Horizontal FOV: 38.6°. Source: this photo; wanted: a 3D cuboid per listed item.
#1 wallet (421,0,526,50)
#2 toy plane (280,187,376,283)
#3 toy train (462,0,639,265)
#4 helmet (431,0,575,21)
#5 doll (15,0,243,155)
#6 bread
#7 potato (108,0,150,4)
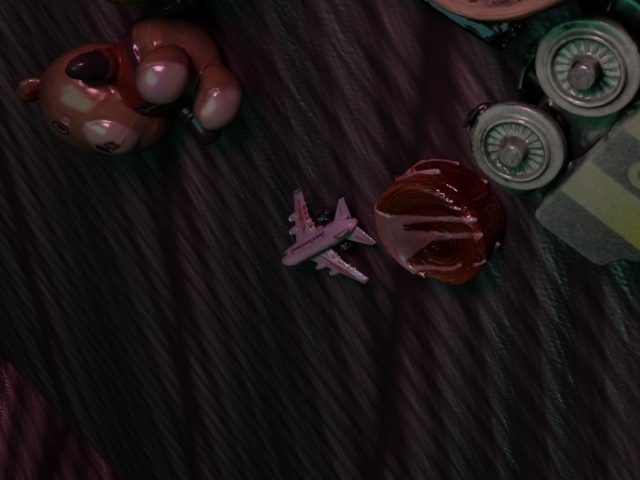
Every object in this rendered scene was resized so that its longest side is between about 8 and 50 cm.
[{"bbox_3d":[0.129,-0.339,0.886,0.262,0.071,0.221,38,136,6],"label":"wallet"},{"bbox_3d":[0.000,0.000,1.291,0.162,0.065,0.171,53,143,-9],"label":"toy plane"},{"bbox_3d":[0.285,-0.116,0.851,0.238,0.167,0.299,37,142,3],"label":"toy train"},{"bbox_3d":[0.199,-0.271,0.751,0.257,0.137,0.204,10,93,45],"label":"helmet"},{"bbox_3d":[-0.256,-0.216,1.259,0.330,0.235,0.174,-15,68,40],"label":"doll"},{"bbox_3d":[0.146,-0.023,1.129,0.160,0.073,0.160,24,139,23],"label":"bread"},{"bbox_3d":[-0.178,-0.384,1.009,0.216,0.216,0.304,56,151,-11],"label":"potato"}]
